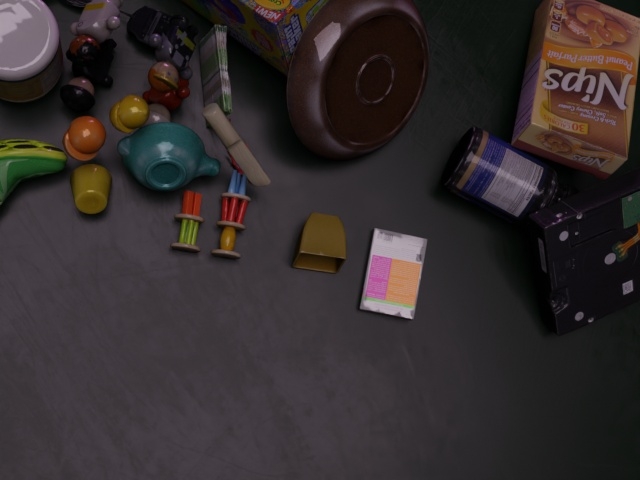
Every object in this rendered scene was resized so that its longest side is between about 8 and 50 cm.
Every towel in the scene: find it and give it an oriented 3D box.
[{"bbox_3d":[-0.176,-0.277,1.883,0.023,0.113,0.152,-4,84,-22],"label":"towel"}]

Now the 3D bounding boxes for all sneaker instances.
[{"bbox_3d":[-0.553,-0.087,1.808,0.295,0.109,0.123,-19,111,-15],"label":"sneaker"}]

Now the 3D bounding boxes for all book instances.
[{"bbox_3d":[0.125,0.058,1.929,0.096,0.035,0.144,13,80,-5],"label":"book"}]

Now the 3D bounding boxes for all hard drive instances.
[{"bbox_3d":[0.530,0.000,1.933,0.339,0.064,0.237,-23,123,-11],"label":"hard drive"}]

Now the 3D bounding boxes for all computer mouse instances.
[{"bbox_3d":[-0.337,-0.381,1.911,0.242,0.041,0.071,25,70,1],"label":"computer mouse"}]

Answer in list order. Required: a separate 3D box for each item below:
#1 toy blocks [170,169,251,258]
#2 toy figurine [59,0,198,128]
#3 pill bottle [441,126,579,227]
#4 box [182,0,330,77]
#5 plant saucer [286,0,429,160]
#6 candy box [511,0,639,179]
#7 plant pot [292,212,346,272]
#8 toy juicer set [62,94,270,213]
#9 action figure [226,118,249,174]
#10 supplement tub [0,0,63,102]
[{"bbox_3d":[-0.183,-0.051,1.879,0.123,0.054,0.148,10,79,-7],"label":"toy blocks"},{"bbox_3d":[-0.311,-0.281,1.807,0.213,0.209,0.148,21,66,-7],"label":"toy figurine"},{"bbox_3d":[0.332,-0.098,1.941,0.219,0.123,0.123,27,78,-6],"label":"pill bottle"},{"bbox_3d":[-0.073,-0.475,1.850,0.290,0.177,0.279,37,77,20],"label":"box"},{"bbox_3d":[0.079,-0.273,1.857,0.311,0.050,0.310,-22,127,-33],"label":"plant saucer"},{"bbox_3d":[0.455,-0.280,1.960,0.183,0.087,0.316,19,60,-7],"label":"candy box"},{"bbox_3d":[0.000,0.000,1.894,0.081,0.081,0.083,8,69,-9],"label":"plant pot"},{"bbox_3d":[-0.256,-0.161,1.797,0.329,0.209,0.089,-9,44,-3],"label":"toy juicer set"},{"bbox_3d":[-0.141,-0.152,1.915,0.038,0.030,0.115,-30,90,-18],"label":"action figure"},{"bbox_3d":[-0.488,-0.304,1.786,0.144,0.200,0.144,1,82,-10],"label":"supplement tub"}]
